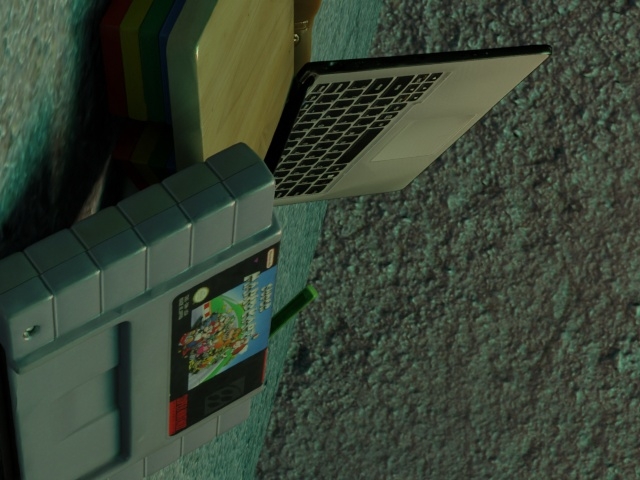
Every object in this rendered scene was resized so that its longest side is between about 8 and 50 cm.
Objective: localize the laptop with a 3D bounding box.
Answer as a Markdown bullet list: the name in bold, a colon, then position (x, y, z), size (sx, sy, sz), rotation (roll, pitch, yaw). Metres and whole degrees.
- **laptop**: position (0.000, 0.000, 1.677), size (0.382, 0.408, 0.236), rotation (138, -59, -62)

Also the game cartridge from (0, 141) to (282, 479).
- **game cartridge**: position (-0.140, 0.089, 1.296), size (0.230, 0.068, 0.355), rotation (-24, 151, -21)

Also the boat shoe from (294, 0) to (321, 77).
- **boat shoe**: position (-0.047, -0.233, 1.849), size (0.073, 0.073, 0.207), rotation (54, -46, 43)

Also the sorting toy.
- **sorting toy**: position (-0.097, -0.145, 1.353), size (0.255, 0.089, 0.257), rotation (90, 14, -47)

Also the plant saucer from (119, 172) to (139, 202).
- **plant saucer**: position (-0.143, -0.039, 1.508), size (0.195, 0.037, 0.195), rotation (7, 90, -76)

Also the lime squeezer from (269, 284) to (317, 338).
- **lime squeezer**: position (-0.129, 0.146, 1.652), size (0.310, 0.059, 0.110), rotation (-38, 158, -5)
